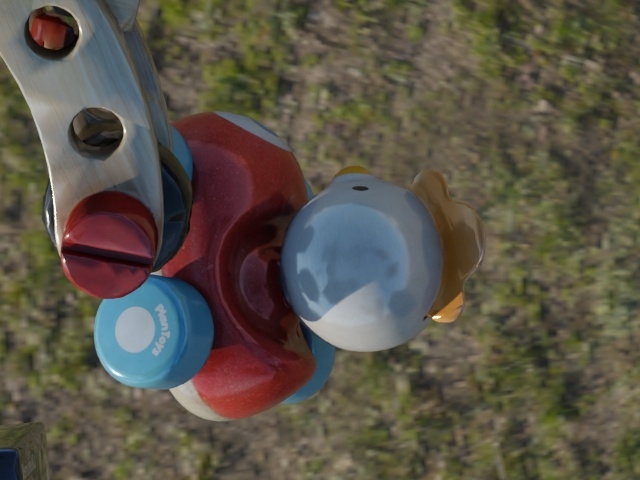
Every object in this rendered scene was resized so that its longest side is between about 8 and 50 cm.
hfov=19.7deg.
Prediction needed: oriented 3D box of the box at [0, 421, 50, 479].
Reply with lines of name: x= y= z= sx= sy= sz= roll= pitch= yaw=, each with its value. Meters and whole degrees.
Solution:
box: x=-0.189 y=0.183 z=0.972 sx=0.093 sy=0.156 sz=0.158 roll=-6 pitch=90 yaw=-4

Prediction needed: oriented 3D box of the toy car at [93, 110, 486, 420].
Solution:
toy car: x=0.000 y=0.000 z=1.221 sx=0.238 sy=0.219 sz=0.210 roll=-14 pitch=76 yaw=24

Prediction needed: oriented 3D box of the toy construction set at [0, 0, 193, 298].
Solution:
toy construction set: x=-0.150 y=-0.118 z=0.636 sx=0.257 sy=0.309 sz=0.237 roll=28 pitch=110 yaw=13
